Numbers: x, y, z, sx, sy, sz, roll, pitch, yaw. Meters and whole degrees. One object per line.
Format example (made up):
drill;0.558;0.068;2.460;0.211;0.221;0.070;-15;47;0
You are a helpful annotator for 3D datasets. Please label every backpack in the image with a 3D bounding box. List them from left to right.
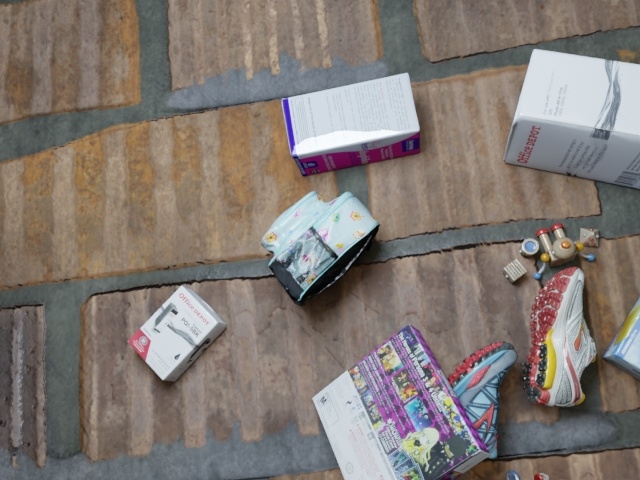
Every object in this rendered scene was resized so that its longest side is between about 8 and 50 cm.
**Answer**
backpack;0.000;0.000;1.116;0.188;0.166;0.144;-35;83;-3

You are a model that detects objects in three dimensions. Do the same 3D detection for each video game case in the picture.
video game case;0.109;0.276;1.021;0.210;0.042;0.232;-41;46;14

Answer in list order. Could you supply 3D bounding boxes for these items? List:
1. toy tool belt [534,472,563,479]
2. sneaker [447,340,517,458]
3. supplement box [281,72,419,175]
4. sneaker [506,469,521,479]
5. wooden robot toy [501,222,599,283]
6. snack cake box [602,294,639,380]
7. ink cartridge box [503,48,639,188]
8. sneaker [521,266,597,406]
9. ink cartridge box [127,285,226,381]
toy tool belt;0.357;0.390;1.029;0.051;0.052;0.083;-7;76;-25
sneaker;0.233;0.277;1.058;0.125;0.104;0.262;38;93;6
supplement box;0.056;-0.199;1.184;0.220;0.111;0.114;-12;75;6
sneaker;0.288;0.419;1.028;0.058;0.052;0.135;-6;75;12
wooden robot toy;0.377;0.010;1.098;0.173;0.079;0.076;-20;74;3
snack cake box;0.574;0.108;1.038;0.152;0.089;0.264;31;83;16
ink cartridge box;0.450;-0.181;1.064;0.289;0.211;0.122;13;79;12
sneaker;0.384;0.152;1.071;0.092;0.088;0.225;16;79;-8
ink cartridge box;-0.246;0.160;1.172;0.099;0.056;0.135;42;86;17
